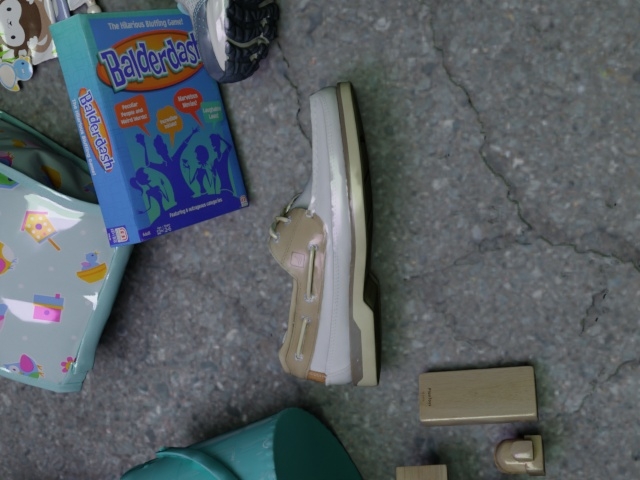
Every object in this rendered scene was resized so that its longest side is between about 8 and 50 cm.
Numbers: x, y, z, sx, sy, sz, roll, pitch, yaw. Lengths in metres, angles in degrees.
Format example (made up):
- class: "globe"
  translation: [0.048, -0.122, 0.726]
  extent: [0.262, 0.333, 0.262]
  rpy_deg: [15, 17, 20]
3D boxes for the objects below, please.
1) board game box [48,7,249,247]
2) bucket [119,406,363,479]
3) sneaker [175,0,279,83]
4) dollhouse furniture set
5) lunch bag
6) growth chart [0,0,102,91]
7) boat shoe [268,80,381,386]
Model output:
- class: "board game box"
  translation: [-0.159, -0.114, 0.889]
  extent: [0.047, 0.160, 0.210]
  rpy_deg: [-10, 99, 37]
- class: "bucket"
  translation: [-0.056, 0.309, 0.896]
  extent: [0.183, 0.281, 0.281]
  rpy_deg: [-30, 92, 14]
- class: "sneaker"
  translation: [-0.122, -0.287, 0.891]
  extent: [0.122, 0.110, 0.282]
  rpy_deg: [-8, 90, 24]
- class: "dollhouse furniture set"
  translation: [0.157, 0.223, 0.944]
  extent: [0.144, 0.123, 0.151]
  rpy_deg: [-6, 64, 15]
- class: "lunch bag"
  translation: [-0.317, 0.009, 0.956]
  extent: [0.262, 0.160, 0.223]
  rpy_deg: [27, 105, 14]
- class: "growth chart"
  translation: [-0.344, -0.248, 0.983]
  extent: [0.237, 0.021, 0.172]
  rpy_deg: [-25, 93, 15]
- class: "boat shoe"
  translation: [0.000, 0.000, 0.897]
  extent: [0.103, 0.113, 0.302]
  rpy_deg: [-2, 101, 9]
